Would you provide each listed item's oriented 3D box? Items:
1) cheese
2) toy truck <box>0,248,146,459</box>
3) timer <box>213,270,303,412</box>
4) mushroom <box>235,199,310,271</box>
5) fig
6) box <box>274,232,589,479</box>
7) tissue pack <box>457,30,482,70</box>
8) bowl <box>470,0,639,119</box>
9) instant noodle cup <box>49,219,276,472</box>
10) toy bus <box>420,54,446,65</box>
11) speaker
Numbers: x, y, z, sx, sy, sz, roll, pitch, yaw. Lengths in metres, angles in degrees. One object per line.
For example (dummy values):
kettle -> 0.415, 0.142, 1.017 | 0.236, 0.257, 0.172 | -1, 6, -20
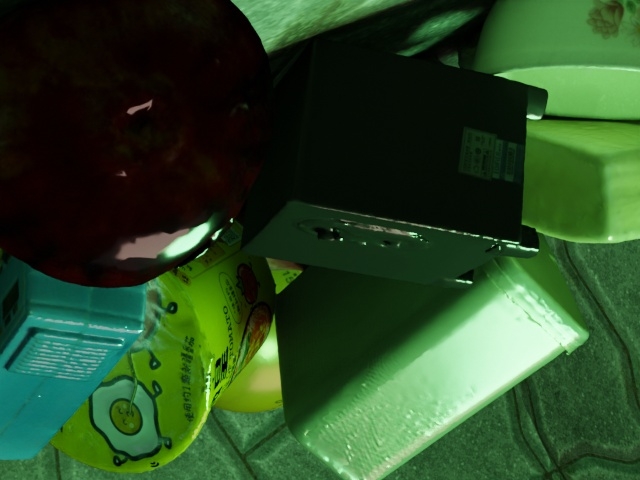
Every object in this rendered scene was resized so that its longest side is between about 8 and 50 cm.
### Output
cheese -> 0.323, -0.082, 1.496 | 0.265, 0.124, 0.242 | -10, -164, -36
toy truck -> -0.322, 0.107, 1.427 | 0.161, 0.162, 0.385 | 12, 145, -28
timer -> -0.108, 0.141, 2.450 | 0.376, 0.376, 0.387 | -28, 169, 39
mushroom -> -0.026, -0.025, 1.943 | 0.267, 0.254, 0.267 | -3, -168, 1
fig -> -0.135, -0.067, 0.841 | 0.204, 0.186, 0.249 | -42, -173, -11
box -> 0.119, 0.087, 1.652 | 0.344, 0.177, 0.352 | -39, -154, 15
tissue pack -> 0.302, -0.235, 1.568 | 0.257, 0.123, 0.215 | -15, 179, 18
bowl -> 0.291, -0.212, 1.331 | 0.277, 0.145, 0.277 | 5, 178, 0
instant noodle cup -> -0.220, 0.099, 1.670 | 0.325, 0.325, 0.254 | -27, -176, 31
toy bus -> 0.093, -0.130, 1.601 | 0.142, 0.142, 0.202 | -13, 170, -43
speaker -> 0.070, -0.064, 1.323 | 0.254, 0.184, 0.232 | 10, 166, -14
